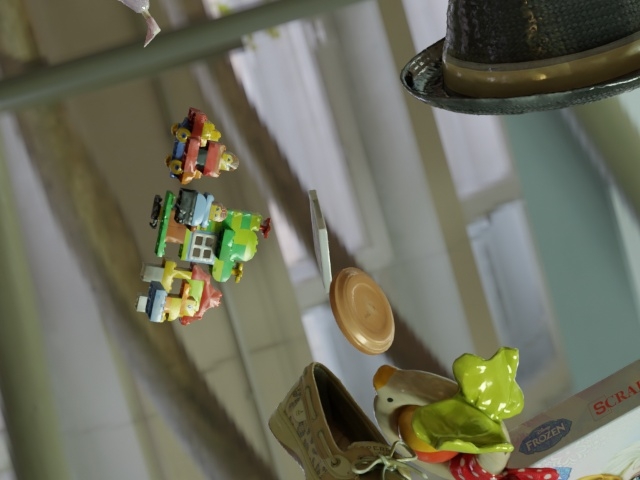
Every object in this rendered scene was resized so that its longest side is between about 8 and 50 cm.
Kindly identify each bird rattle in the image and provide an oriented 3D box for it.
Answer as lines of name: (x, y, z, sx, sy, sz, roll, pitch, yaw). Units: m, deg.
bird rattle: (0.159, 0.214, 1.914, 0.207, 0.253, 0.143, 18, -118, 29)

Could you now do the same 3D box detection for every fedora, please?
fedora: (0.215, -0.235, 1.569, 0.334, 0.152, 0.334, -11, -160, 4)

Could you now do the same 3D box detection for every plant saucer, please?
plant saucer: (0.040, 0.063, 1.550, 0.013, 0.083, 0.083, -28, 179, 34)

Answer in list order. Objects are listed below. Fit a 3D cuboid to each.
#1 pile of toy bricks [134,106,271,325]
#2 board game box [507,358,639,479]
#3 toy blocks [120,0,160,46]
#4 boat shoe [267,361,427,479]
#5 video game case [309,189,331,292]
pile of toy bricks: (-0.101, -0.010, 1.635, 0.105, 0.212, 0.118, 8, -167, -18)
board game box: (0.370, 0.287, 2.106, 0.318, 0.318, 0.066, -32, -134, 14)
toy blocks: (-0.186, -0.404, 1.893, 0.309, 0.260, 0.288, -20, 161, -42)
boat shoe: (0.033, 0.233, 1.901, 0.104, 0.089, 0.285, 16, -165, -38)
video game case: (0.000, 0.000, 2.116, 0.011, 0.087, 0.122, -8, -155, -3)
